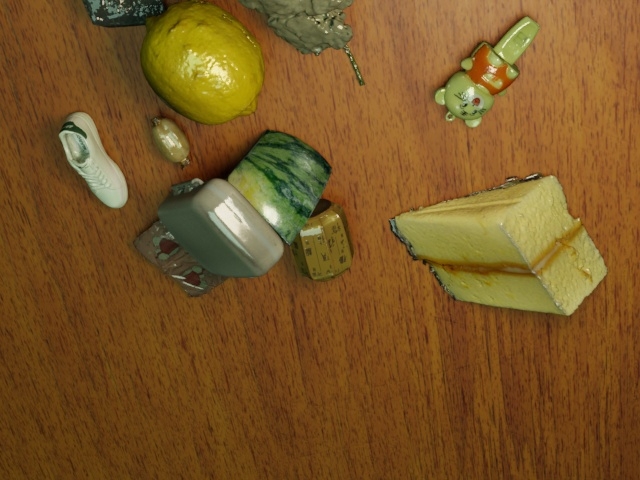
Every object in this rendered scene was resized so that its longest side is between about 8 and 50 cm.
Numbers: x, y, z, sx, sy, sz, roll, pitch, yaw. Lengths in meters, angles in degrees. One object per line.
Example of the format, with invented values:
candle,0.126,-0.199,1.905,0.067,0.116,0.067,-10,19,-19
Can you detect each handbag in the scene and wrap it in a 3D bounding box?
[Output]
handbag,-0.459,-0.597,1.810,0.175,0.089,0.270,-16,116,5

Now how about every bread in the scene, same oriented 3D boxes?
bread,0.448,0.011,2.056,0.404,0.242,0.346,1,129,44

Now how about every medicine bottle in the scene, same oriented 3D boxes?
medicine bottle,-0.247,-0.024,1.946,0.282,0.375,0.123,47,69,-18

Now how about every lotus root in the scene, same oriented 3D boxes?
lotus root,-0.363,-0.242,1.992,0.073,0.062,0.150,-32,113,-3

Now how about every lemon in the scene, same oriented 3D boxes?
lemon,-0.257,-0.389,1.796,0.283,0.260,0.261,23,118,1

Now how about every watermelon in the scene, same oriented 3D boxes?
watermelon,-0.113,-0.126,1.969,0.213,0.262,0.201,42,147,-10

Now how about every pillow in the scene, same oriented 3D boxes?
pillow,-0.369,0.048,2.157,0.135,0.049,0.248,-37,112,23

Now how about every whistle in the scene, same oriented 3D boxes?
whistle,0.375,-0.373,1.811,0.131,0.106,0.288,33,117,-18

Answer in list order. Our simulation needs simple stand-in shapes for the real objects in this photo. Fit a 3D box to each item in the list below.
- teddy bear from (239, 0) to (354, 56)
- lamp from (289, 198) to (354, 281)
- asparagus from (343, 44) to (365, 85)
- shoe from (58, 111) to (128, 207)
teddy bear,-0.062,-0.551,1.714,0.357,0.225,0.367,24,165,33
lamp,0.000,0.000,2.030,0.161,0.161,0.185,-11,118,12
asparagus,0.075,-0.409,1.879,0.015,0.014,0.114,-27,112,1
shoe,-0.573,-0.183,2.022,0.095,0.110,0.265,-17,112,14
